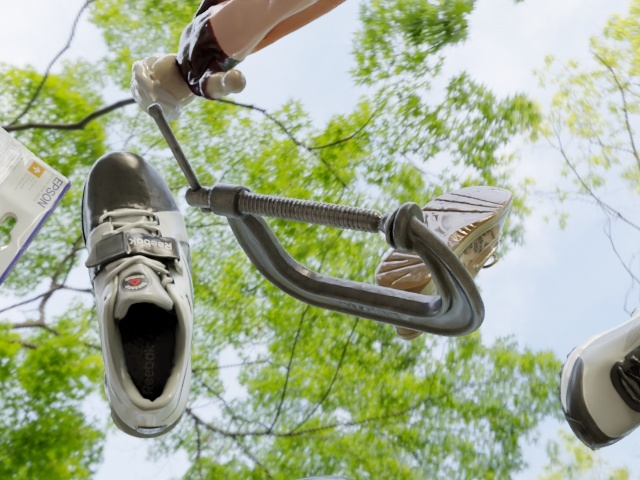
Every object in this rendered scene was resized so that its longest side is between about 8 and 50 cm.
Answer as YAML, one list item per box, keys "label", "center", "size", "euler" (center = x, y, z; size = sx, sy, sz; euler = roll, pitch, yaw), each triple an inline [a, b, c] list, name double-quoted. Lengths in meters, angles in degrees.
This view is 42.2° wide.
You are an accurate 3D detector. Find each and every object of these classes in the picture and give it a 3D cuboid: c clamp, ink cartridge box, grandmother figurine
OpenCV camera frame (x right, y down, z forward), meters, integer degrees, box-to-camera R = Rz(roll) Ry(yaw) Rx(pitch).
- label: "c clamp"
  center: [0.000, 0.000, 0.404]
  size: [0.161, 0.022, 0.137]
  euler: [13, -35, 29]
- label: "ink cartridge box"
  center: [-0.390, -0.048, 0.811]
  size: [0.224, 0.223, 0.045]
  euler: [42, -45, -22]
- label: "grandmother figurine"
  center: [-0.110, -0.249, 1.011]
  size: [0.342, 0.207, 0.104]
  euler: [-29, -51, 33]

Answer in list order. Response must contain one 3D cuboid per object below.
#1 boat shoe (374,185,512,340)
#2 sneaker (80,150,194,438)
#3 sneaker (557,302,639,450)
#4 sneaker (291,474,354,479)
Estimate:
- label: "boat shoe"
  center: [0.165, 0.017, 1.084]
  size: [0.105, 0.285, 0.089]
  euler: [12, -53, 38]
- label: "sneaker"
  center: [-0.190, 0.040, 0.901]
  size: [0.123, 0.146, 0.330]
  euler: [-8, -105, -17]
- label: "sneaker"
  center: [0.359, 0.121, 0.894]
  size: [0.100, 0.271, 0.108]
  euler: [54, -27, 3]
- label: "sneaker"
  center: [-0.083, 0.197, 0.431]
  size: [0.283, 0.122, 0.110]
  euler: [-39, -82, 14]
